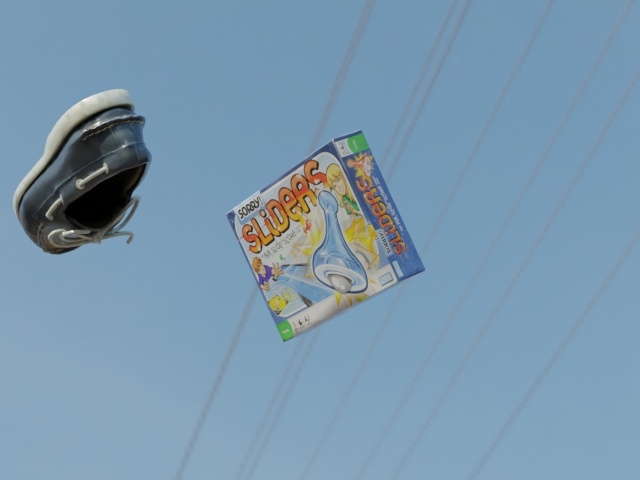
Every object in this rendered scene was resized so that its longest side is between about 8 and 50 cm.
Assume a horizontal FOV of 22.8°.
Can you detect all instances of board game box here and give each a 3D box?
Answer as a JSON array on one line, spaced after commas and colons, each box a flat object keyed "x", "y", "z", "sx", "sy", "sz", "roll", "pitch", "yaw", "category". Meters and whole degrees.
[{"x": 0.000, "y": 0.000, "z": 1.425, "sx": 0.035, "sy": 0.136, "sz": 0.201, "roll": -21, "pitch": -7, "yaw": -36, "category": "board game box"}]

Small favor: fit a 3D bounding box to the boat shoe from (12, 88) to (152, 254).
[{"x": -0.203, "y": -0.040, "z": 1.399, "sx": 0.095, "sy": 0.079, "sz": 0.254, "roll": -16, "pitch": -18, "yaw": -33, "category": "boat shoe"}]
